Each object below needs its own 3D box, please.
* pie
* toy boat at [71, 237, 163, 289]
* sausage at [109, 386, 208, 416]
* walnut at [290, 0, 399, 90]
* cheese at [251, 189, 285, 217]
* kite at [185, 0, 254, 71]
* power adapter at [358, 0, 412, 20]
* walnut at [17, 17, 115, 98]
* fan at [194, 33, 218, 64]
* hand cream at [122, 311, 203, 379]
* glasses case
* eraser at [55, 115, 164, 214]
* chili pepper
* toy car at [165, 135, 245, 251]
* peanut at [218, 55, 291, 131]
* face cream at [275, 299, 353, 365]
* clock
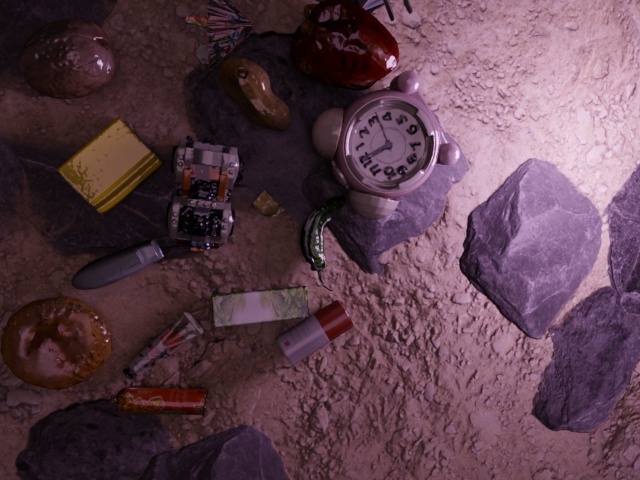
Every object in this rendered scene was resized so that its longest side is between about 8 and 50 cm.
[{"bbox_3d":[-0.698,0.269,1.199,0.273,0.069,0.274,-1,93,-15],"label":"pie"},{"bbox_3d":[-0.546,0.069,1.209,0.260,0.085,0.078,-23,101,3],"label":"toy boat"},{"bbox_3d":[-0.452,0.451,1.269,0.263,0.083,0.083,6,95,-11],"label":"sausage"},{"bbox_3d":[0.065,-0.520,1.212,0.268,0.244,0.222,24,130,-20],"label":"walnut"},{"bbox_3d":[-0.147,-0.094,1.285,0.084,0.041,0.060,39,80,2],"label":"cheese"},{"bbox_3d":[-0.271,-0.574,1.217,0.183,0.014,0.242,4,95,-13],"label":"kite"},{"bbox_3d":[0.177,-0.738,1.237,0.186,0.124,0.256,-25,100,-7],"label":"power adapter"},{"bbox_3d":[-0.615,-0.432,1.092,0.230,0.178,0.178,-14,99,2],"label":"walnut"},{"bbox_3d":[-0.316,-0.518,1.221,0.055,0.004,0.083,-29,100,-7],"label":"fan"},{"bbox_3d":[-0.445,0.302,1.270,0.234,0.050,0.080,-39,99,-11],"label":"hand cream"},{"bbox_3d":[-0.173,0.188,1.301,0.271,0.062,0.096,-4,89,-12],"label":"glasses case"},{"bbox_3d":[-0.541,-0.193,1.178,0.226,0.069,0.158,-43,100,-4],"label":"eraser"},{"bbox_3d":[-0.001,0.000,1.314,0.122,0.065,0.279,10,90,-9],"label":"chili pepper"},{"bbox_3d":[-0.310,-0.119,1.213,0.192,0.118,0.302,8,96,-15],"label":"toy car"},{"bbox_3d":[-0.170,-0.391,1.212,0.236,0.110,0.120,43,78,-15],"label":"peanut"},{"bbox_3d":[-0.016,0.269,1.325,0.214,0.096,0.096,-31,101,-7],"label":"face cream"},{"bbox_3d":[0.173,-0.262,1.268,0.325,0.184,0.342,-35,97,-2],"label":"clock"}]
